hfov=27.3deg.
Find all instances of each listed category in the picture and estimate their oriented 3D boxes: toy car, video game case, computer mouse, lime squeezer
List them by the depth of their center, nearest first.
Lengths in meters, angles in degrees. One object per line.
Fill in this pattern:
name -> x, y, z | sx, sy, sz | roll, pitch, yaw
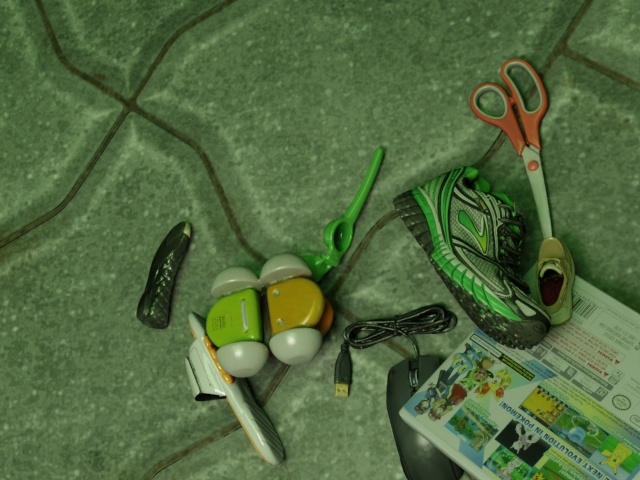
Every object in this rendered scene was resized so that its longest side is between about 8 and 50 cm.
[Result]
video game case -> 0.309, 0.203, 1.689 | 0.300, 0.036, 0.329 | -46, 48, -10
computer mouse -> 0.101, 0.219, 1.833 | 0.184, 0.060, 0.262 | -8, 72, 19
toy car -> -0.069, 0.116, 1.891 | 0.182, 0.136, 0.159 | -15, 65, 14
lime squeezer -> 0.000, 0.000, 1.952 | 0.310, 0.059, 0.110 | -41, 34, 9

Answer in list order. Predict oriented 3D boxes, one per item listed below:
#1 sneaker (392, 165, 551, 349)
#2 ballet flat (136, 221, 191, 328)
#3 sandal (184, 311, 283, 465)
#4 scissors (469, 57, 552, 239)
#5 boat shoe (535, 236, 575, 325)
sneaker -> 0.219, 0.008, 1.762 | 0.146, 0.134, 0.343 | -35, 43, 5
ballet flat -> -0.236, 0.053, 2.036 | 0.057, 0.049, 0.173 | 1, 68, 59
sandal -> -0.146, 0.222, 1.911 | 0.076, 0.102, 0.265 | -33, 67, 7
scissors -> 0.306, -0.125, 1.869 | 0.109, 0.021, 0.297 | -28, 65, 11
boat shoe -> 0.310, 0.046, 1.750 | 0.050, 0.045, 0.135 | -14, 51, 19
